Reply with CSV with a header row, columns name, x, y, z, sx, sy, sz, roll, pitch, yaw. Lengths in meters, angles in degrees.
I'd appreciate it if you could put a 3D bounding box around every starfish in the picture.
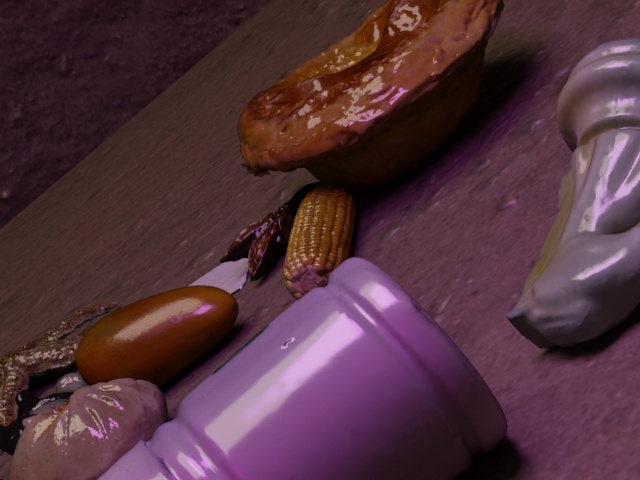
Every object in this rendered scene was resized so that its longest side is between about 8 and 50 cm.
name,x,y,z,sx,sy,sz,roll,pitch,yaw
starfish,-0.464,0.201,2.480,0.358,0.078,0.347,-49,17,-32

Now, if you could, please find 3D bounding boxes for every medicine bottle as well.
name,x,y,z,sx,sy,sz,roll,pitch,yaw
medicine bottle,-0.022,0.192,1.344,0.325,0.212,0.212,-42,17,-8

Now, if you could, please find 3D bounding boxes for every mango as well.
name,x,y,z,sx,sy,sz,roll,pitch,yaw
mango,-0.218,0.133,2.076,0.253,0.113,0.138,-23,17,22

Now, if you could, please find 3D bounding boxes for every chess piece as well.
name,x,y,z,sx,sy,sz,roll,pitch,yaw
chess piece,0.280,-0.033,1.460,0.175,0.176,0.298,-20,38,46

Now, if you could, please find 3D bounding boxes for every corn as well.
name,x,y,z,sx,sy,sz,roll,pitch,yaw
corn,0.000,0.000,2.020,0.081,0.081,0.248,-32,18,20

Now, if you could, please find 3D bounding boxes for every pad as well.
name,x,y,z,sx,sy,sz,roll,pitch,yaw
pad,-0.193,0.091,2.311,0.232,0.004,0.156,-33,18,19

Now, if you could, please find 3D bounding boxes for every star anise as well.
name,x,y,z,sx,sy,sz,roll,pitch,yaw
star anise,-0.074,-0.010,2.243,0.157,0.053,0.212,-22,26,39

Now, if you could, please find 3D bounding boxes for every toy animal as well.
name,x,y,z,sx,sy,sz,roll,pitch,yaw
toy animal,-0.365,0.248,2.109,0.121,0.094,0.225,-21,12,19

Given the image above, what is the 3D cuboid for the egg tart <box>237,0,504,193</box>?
name,x,y,z,sx,sy,sz,roll,pitch,yaw
egg tart,0.088,-0.202,2.182,0.443,0.178,0.443,-31,17,11

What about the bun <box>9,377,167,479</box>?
name,x,y,z,sx,sy,sz,roll,pitch,yaw
bun,-0.294,0.241,1.916,0.222,0.127,0.222,-37,17,13
